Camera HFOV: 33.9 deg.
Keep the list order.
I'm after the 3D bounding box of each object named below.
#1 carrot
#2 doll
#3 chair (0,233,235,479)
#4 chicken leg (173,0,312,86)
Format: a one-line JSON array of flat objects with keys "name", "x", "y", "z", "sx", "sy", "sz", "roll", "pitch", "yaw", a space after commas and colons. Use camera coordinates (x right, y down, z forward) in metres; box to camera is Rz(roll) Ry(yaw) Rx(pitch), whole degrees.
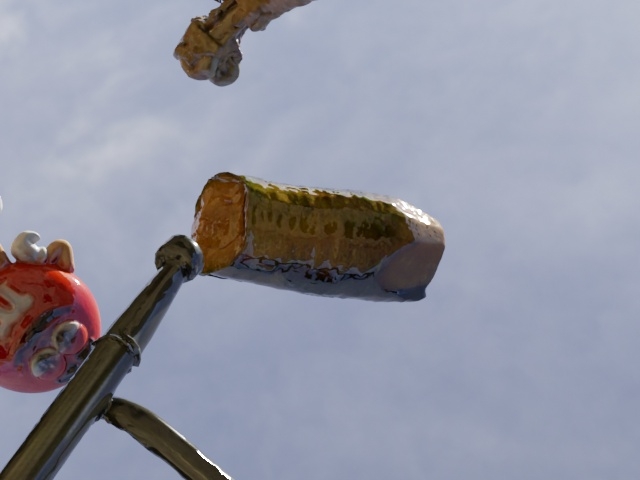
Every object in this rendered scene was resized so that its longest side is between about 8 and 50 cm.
[{"name": "carrot", "x": 0.000, "y": 0.000, "z": 0.730, "sx": 0.082, "sy": 0.173, "sz": 0.082, "roll": -172, "pitch": -90, "yaw": -67}, {"name": "doll", "x": -0.304, "y": 0.076, "z": 1.026, "sx": 0.183, "sy": 0.217, "sz": 0.085, "roll": -44, "pitch": -160, "yaw": -7}, {"name": "chair", "x": -0.119, "y": 0.305, "z": 0.536, "sx": 0.365, "sy": 0.362, "sz": 0.410, "roll": -54, "pitch": 173, "yaw": 36}, {"name": "chicken leg", "x": -0.031, "y": -0.217, "z": 0.863, "sx": 0.251, "sy": 0.087, "sz": 0.107, "roll": -40, "pitch": -111, "yaw": 26}]
